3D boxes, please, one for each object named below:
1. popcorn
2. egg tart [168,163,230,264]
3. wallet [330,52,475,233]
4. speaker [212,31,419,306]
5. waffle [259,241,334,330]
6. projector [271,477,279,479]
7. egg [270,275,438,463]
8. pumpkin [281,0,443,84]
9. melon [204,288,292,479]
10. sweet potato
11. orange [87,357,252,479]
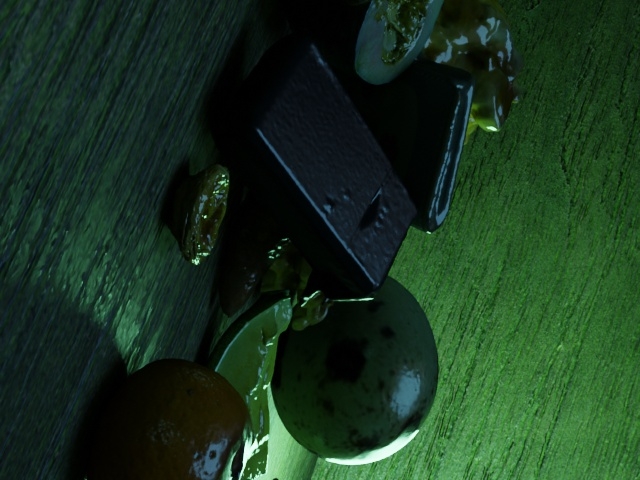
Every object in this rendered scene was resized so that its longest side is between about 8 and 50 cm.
[{"bbox_3d":[0.213,-0.359,2.006,0.354,0.344,0.390,-36,-148,20],"label":"popcorn"},{"bbox_3d":[-0.148,-0.034,1.227,0.130,0.052,0.130,15,90,-80],"label":"egg tart"},{"bbox_3d":[0.085,-0.184,1.566,0.083,0.360,0.252,-2,112,-40],"label":"wallet"},{"bbox_3d":[-0.024,-0.074,1.385,0.388,0.184,0.180,55,51,-35],"label":"speaker"},{"bbox_3d":[0.000,0.000,1.867,0.324,0.151,0.261,-51,158,-70],"label":"waffle"},{"bbox_3d":[-0.142,0.548,1.865,0.163,0.177,0.242,-32,138,-79],"label":"projector"},{"bbox_3d":[0.072,0.249,2.096,0.345,0.345,0.428,92,7,-55],"label":"egg"},{"bbox_3d":[0.046,-0.376,1.360,0.263,0.197,0.293,-26,140,-60],"label":"pumpkin"},{"bbox_3d":[-0.127,0.225,1.582,0.196,0.124,0.323,11,90,-81],"label":"melon"},{"bbox_3d":[-0.072,-0.049,1.515,0.114,0.092,0.341,132,-21,-73],"label":"sweet potato"},{"bbox_3d":[-0.173,0.250,1.199,0.224,0.170,0.224,14,90,-80],"label":"orange"}]
